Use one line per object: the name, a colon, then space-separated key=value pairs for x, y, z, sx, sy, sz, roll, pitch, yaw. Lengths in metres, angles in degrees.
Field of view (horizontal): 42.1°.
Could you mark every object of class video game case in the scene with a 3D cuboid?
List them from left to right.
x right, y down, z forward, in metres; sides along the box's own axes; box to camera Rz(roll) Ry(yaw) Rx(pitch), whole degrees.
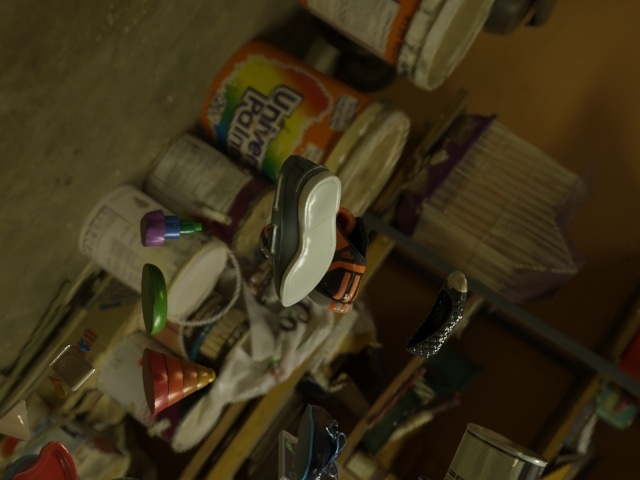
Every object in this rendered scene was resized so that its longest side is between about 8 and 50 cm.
video game case: x=-0.025 y=0.551 z=1.991 sx=0.022 sy=0.173 sz=0.190 roll=-53 pitch=-166 yaw=15

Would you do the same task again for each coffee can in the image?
coffee can: x=0.381 y=0.594 z=1.937 sx=0.275 sy=0.202 sz=0.201 roll=-66 pitch=168 yaw=-2

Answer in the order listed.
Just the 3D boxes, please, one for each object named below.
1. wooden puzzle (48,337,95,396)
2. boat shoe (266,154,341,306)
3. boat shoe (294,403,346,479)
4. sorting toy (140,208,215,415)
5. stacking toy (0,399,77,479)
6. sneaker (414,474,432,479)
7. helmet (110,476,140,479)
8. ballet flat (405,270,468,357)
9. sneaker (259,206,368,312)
wooden puzzle: x=-0.478 y=0.244 z=1.601 sx=0.116 sy=0.078 sz=0.014 roll=-38 pitch=-179 yaw=15
boat shoe: x=-0.041 y=-0.015 z=1.479 sx=0.116 sy=0.099 sz=0.319 roll=-28 pitch=146 yaw=-34
boat shoe: x=0.007 y=0.391 z=1.632 sx=0.258 sy=0.089 sz=0.109 roll=-80 pitch=-167 yaw=-72
sorting toy: x=-0.252 y=0.126 z=1.490 sx=0.127 sy=0.126 sz=0.365 roll=-166 pitch=-105 yaw=-68
stacking toy: x=-0.681 y=0.501 z=1.709 sx=0.130 sy=0.279 sz=0.309 roll=-10 pitch=-163 yaw=42
sneaker: x=0.150 y=0.480 z=1.464 sx=0.223 sy=0.098 sz=0.083 roll=-55 pitch=-169 yaw=34
helmet: x=-0.404 y=0.569 z=1.705 sx=0.169 sy=0.169 sz=0.161 roll=-40 pitch=146 yaw=-51
ballet flat: x=0.194 y=0.124 z=1.362 sx=0.049 sy=0.057 sz=0.173 roll=8 pitch=119 yaw=-26
sneaker: x=0.000 y=0.000 z=1.712 sx=0.125 sy=0.321 sz=0.180 roll=10 pitch=110 yaw=-42
